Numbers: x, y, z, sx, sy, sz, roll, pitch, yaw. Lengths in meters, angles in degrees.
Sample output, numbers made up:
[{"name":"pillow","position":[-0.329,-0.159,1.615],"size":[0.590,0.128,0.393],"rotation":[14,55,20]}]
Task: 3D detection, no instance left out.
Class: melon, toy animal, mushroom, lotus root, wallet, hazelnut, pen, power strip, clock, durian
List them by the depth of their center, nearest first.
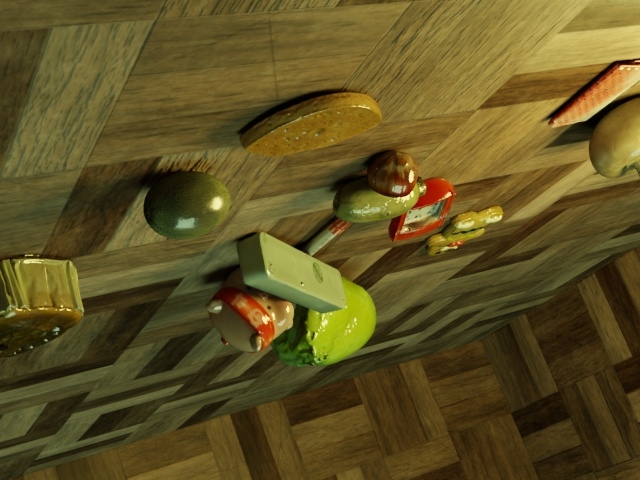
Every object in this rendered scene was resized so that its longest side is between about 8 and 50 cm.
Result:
[{"name":"melon","position":[-0.189,-0.050,1.464],"size":[0.130,0.098,0.098],"rotation":[-9,161,-36]},{"name":"hazelnut","position":[0.123,-0.111,1.718],"size":[0.086,0.086,0.086],"rotation":[-20,165,-6]},{"name":"lotus root","position":[0.109,-0.075,1.797],"size":[0.183,0.077,0.090],"rotation":[-12,171,-26]},{"name":"wallet","position":[0.491,-0.258,1.800],"size":[0.103,0.020,0.196],"rotation":[-13,163,-32]},{"name":"mushroom","position":[0.616,-0.168,1.935],"size":[0.204,0.204,0.204],"rotation":[-20,165,-6]},{"name":"clock","position":[0.191,-0.064,1.996],"size":[0.113,0.061,0.155],"rotation":[-18,161,-12]},{"name":"power strip","position":[-0.045,0.073,2.007],"size":[0.062,0.091,0.385],"rotation":[-19,160,20]},{"name":"pen","position":[0.000,0.000,2.012],"size":[0.028,0.028,0.239],"rotation":[-10,161,-35]},{"name":"toy animal","position":[-0.140,0.139,2.053],"size":[0.171,0.171,0.197],"rotation":[-24,-178,9]},{"name":"durian","position":[0.006,0.179,2.361],"size":[0.339,0.205,0.255],"rotation":[-19,-179,-44]}]

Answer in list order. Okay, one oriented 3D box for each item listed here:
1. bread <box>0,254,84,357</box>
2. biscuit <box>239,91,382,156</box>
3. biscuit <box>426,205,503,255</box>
[{"name":"bread","position":[-0.489,0.115,1.608],"size":[0.209,0.110,0.192],"rotation":[-28,162,24]},{"name":"biscuit","position":[-0.008,-0.164,1.441],"size":[0.220,0.029,0.142],"rotation":[-15,165,-21]},{"name":"biscuit","position":[0.322,-0.013,2.386],"size":[0.158,0.035,0.240],"rotation":[-11,162,-24]}]
